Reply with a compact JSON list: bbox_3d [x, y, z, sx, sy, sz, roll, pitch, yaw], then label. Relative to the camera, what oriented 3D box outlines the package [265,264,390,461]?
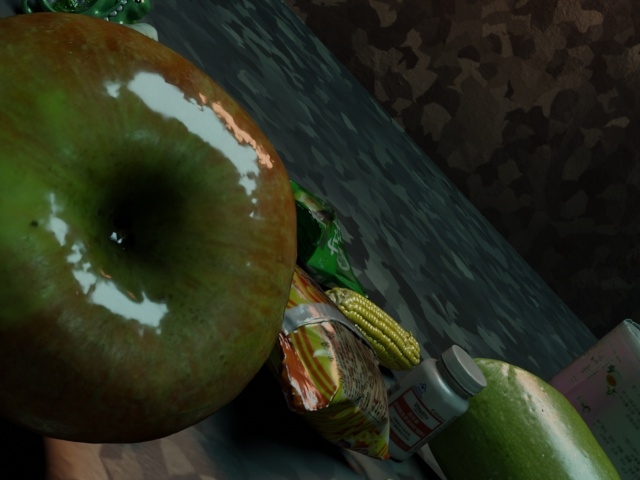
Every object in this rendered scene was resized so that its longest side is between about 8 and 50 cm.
[{"bbox_3d":[-0.011,0.108,1.259,0.223,0.108,0.288,54,-3,27],"label":"package"}]

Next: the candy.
[{"bbox_3d":[-0.004,0.001,1.680,0.203,0.078,0.141,50,20,-49],"label":"candy"}]

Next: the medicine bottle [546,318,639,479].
[{"bbox_3d":[0.394,0.289,1.677,0.245,0.290,0.245,43,15,-15],"label":"medicine bottle"}]

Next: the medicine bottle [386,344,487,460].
[{"bbox_3d":[0.125,0.191,1.439,0.079,0.140,0.079,45,15,-16],"label":"medicine bottle"}]

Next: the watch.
[{"bbox_3d":[-0.288,-0.279,1.523,0.165,0.131,0.152,46,-4,7],"label":"watch"}]

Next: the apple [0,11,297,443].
[{"bbox_3d":[-0.172,-0.006,0.859,0.309,0.277,0.250,64,-27,-4],"label":"apple"}]

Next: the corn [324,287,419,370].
[{"bbox_3d":[0.063,0.118,1.587,0.206,0.067,0.067,35,20,-45],"label":"corn"}]

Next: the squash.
[{"bbox_3d":[0.254,0.280,1.496,0.189,0.189,0.261,26,28,-56],"label":"squash"}]

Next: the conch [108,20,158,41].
[{"bbox_3d":[-0.236,-0.148,1.169,0.386,0.203,0.170,40,47,-39],"label":"conch"}]

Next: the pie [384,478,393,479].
[{"bbox_3d":[0.090,0.295,1.315,0.084,0.020,0.084,43,15,-14],"label":"pie"}]
